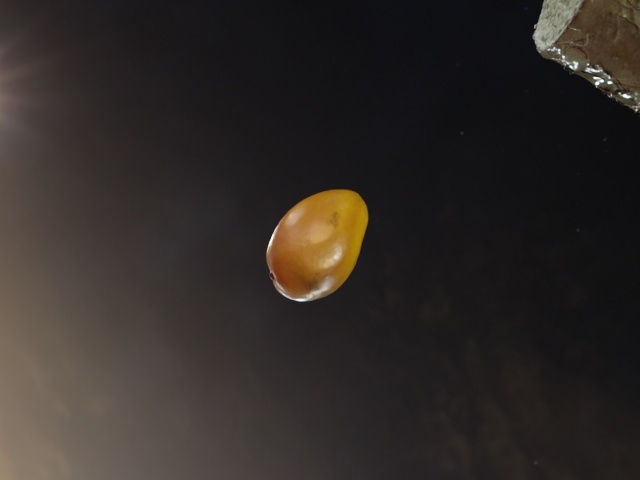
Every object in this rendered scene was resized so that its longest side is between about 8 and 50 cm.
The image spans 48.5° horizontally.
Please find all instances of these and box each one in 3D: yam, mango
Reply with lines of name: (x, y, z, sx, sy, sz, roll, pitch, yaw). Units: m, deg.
yam: (0.510, -0.314, 1.052, 0.348, 0.241, 0.241, 24, -41, -4)
mango: (0.000, 0.000, 1.161, 0.144, 0.219, 0.112, 26, -30, 17)
